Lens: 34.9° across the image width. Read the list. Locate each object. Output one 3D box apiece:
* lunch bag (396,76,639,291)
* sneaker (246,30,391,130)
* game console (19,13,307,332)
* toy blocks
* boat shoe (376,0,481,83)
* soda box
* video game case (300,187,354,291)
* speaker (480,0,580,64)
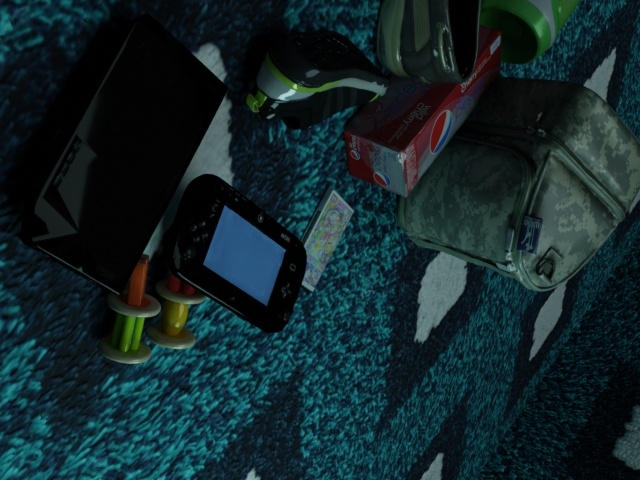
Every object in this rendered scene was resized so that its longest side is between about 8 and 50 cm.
[{"bbox_3d":[0.267,-0.074,1.422,0.212,0.305,0.256,37,82,-32],"label":"lunch bag"},{"bbox_3d":[-0.010,-0.169,1.106,0.097,0.084,0.234,-50,161,24],"label":"sneaker"},{"bbox_3d":[-0.113,-0.030,0.944,0.361,0.044,0.213,39,73,-50],"label":"game console"},{"bbox_3d":[-0.155,0.036,0.996,0.123,0.054,0.148,-12,121,-58],"label":"toy blocks"},{"bbox_3d":[0.156,-0.344,1.183,0.132,0.130,0.356,-43,147,-40],"label":"boat shoe"},{"bbox_3d":[0.137,-0.182,1.332,0.263,0.092,0.083,-51,152,-30],"label":"soda box"},{"bbox_3d":[0.000,0.000,1.318,0.122,0.011,0.087,-63,155,-7],"label":"video game case"},{"bbox_3d":[0.343,-0.397,1.512,0.297,0.131,0.131,-54,152,-25],"label":"speaker"}]
